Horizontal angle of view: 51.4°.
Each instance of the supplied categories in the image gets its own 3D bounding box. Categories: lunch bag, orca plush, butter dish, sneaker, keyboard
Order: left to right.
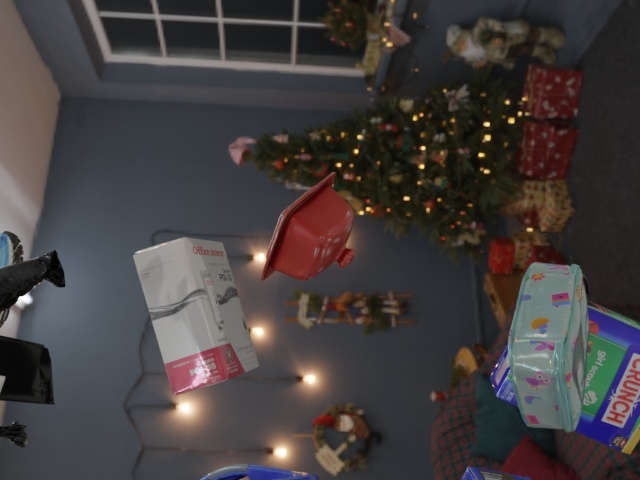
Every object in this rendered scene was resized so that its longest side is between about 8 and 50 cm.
[{"bbox_3d":[-0.476,0.111,0.878,0.151,0.287,0.102,-24,87,52],"label":"orca plush"},{"bbox_3d":[-0.578,0.252,1.130,0.317,0.033,0.201,36,-144,-60],"label":"keyboard"},{"bbox_3d":[-0.516,0.061,1.036,0.063,0.073,0.162,-143,71,-76],"label":"sneaker"},{"bbox_3d":[0.000,0.000,1.042,0.160,0.118,0.159,-43,-18,-46],"label":"butter dish"},{"bbox_3d":[0.422,0.188,1.199,0.279,0.108,0.224,-61,-42,-41],"label":"lunch bag"}]

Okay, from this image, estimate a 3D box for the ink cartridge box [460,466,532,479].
[{"bbox_3d":[0.287,0.494,0.950,0.151,0.270,0.395,-121,52,-66],"label":"ink cartridge box"}]

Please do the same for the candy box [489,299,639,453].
[{"bbox_3d":[0.577,0.275,1.445,0.122,0.317,0.268,-66,-2,-76],"label":"candy box"}]

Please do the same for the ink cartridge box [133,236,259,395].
[{"bbox_3d":[-0.242,0.143,1.320,0.207,0.117,0.282,13,-121,-77],"label":"ink cartridge box"}]

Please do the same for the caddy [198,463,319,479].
[{"bbox_3d":[-0.160,0.515,1.248,0.241,0.342,0.179,36,-141,-62],"label":"caddy"}]

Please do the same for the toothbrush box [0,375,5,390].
[{"bbox_3d":[-0.434,0.142,0.520,0.216,0.296,0.126,-38,33,49],"label":"toothbrush box"}]
